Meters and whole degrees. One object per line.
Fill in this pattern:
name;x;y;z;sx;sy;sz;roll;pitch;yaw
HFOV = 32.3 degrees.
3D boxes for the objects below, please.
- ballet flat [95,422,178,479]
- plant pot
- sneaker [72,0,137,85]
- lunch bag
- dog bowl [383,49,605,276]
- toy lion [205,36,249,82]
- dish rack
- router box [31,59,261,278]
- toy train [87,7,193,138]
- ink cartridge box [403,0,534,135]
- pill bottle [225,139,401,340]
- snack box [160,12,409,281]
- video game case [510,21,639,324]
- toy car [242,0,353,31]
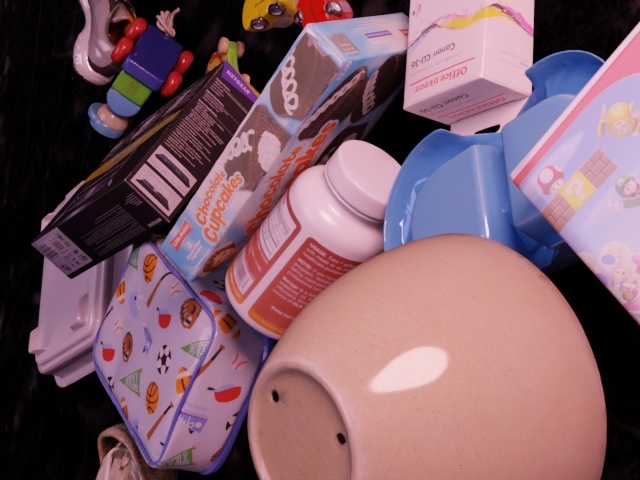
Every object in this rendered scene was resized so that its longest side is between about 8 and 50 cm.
ballet flat;-0.228;0.385;1.371;0.123;0.123;0.348;-44;44;40
plant pot;0.054;0.144;0.887;0.284;0.191;0.284;11;104;49
sneaker;-0.359;-0.401;1.907;0.108;0.100;0.271;-21;63;36
lunch bag;-0.185;0.140;1.403;0.303;0.115;0.243;45;117;53
dog bowl;0.174;-0.042;0.961;0.297;0.074;0.166;-33;51;47
toy lion;-0.137;-0.228;1.550;0.096;0.034;0.100;-51;40;44
dish rack;-0.395;0.052;1.798;0.285;0.072;0.333;-30;53;49
router box;-0.238;-0.090;1.498;0.309;0.081;0.243;-23;27;52
toy train;-0.272;-0.258;1.684;0.143;0.105;0.248;-48;15;26
ink cartridge box;0.143;-0.186;1.068;0.115;0.067;0.198;-17;64;53
pill bottle;0.000;0.000;1.166;0.216;0.121;0.121;-50;41;34
snack box;-0.027;-0.099;1.187;0.060;0.187;0.322;47;124;14
video game case;0.279;-0.023;0.753;0.204;0.025;0.285;-52;55;25
toy car;-0.001;-0.347;1.364;0.239;0.053;0.225;31;104;56
